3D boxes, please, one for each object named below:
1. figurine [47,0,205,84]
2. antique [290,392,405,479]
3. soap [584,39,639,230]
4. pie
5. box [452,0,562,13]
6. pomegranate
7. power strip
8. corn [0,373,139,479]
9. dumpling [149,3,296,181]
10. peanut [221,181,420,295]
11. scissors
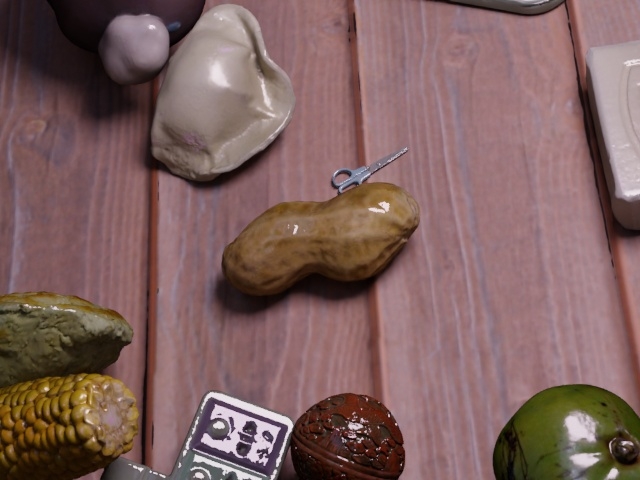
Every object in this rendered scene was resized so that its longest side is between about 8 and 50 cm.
[{"bbox_3d":[-0.157,-0.333,1.592,0.218,0.206,0.365,13,39,40],"label":"figurine"},{"bbox_3d":[0.023,0.176,1.245,0.104,0.104,0.104,-6,56,9],"label":"antique"},{"bbox_3d":[0.319,-0.103,1.378,0.121,0.064,0.183,-8,57,5],"label":"soap"},{"bbox_3d":[-0.291,0.096,1.326,0.248,0.201,0.090,-5,81,-4],"label":"pie"},{"bbox_3d":[0.116,-0.374,1.530,0.312,0.182,0.175,13,61,21],"label":"box"},{"bbox_3d":[0.178,0.203,1.176,0.191,0.131,0.152,-20,58,9],"label":"pomegranate"},{"bbox_3d":[-0.121,0.227,1.244,0.145,0.061,0.215,21,62,1],"label":"power strip"},{"bbox_3d":[-0.281,0.177,1.263,0.310,0.101,0.101,-24,50,32],"label":"corn"},{"bbox_3d":[-0.090,-0.147,1.481,0.134,0.100,0.169,19,65,20],"label":"dumpling"},{"bbox_3d":[0.000,0.002,1.377,0.193,0.089,0.089,-14,55,9],"label":"peanut"},{"bbox_3d":[0.051,-0.071,1.454,0.083,0.006,0.036,-30,58,-7],"label":"scissors"}]
